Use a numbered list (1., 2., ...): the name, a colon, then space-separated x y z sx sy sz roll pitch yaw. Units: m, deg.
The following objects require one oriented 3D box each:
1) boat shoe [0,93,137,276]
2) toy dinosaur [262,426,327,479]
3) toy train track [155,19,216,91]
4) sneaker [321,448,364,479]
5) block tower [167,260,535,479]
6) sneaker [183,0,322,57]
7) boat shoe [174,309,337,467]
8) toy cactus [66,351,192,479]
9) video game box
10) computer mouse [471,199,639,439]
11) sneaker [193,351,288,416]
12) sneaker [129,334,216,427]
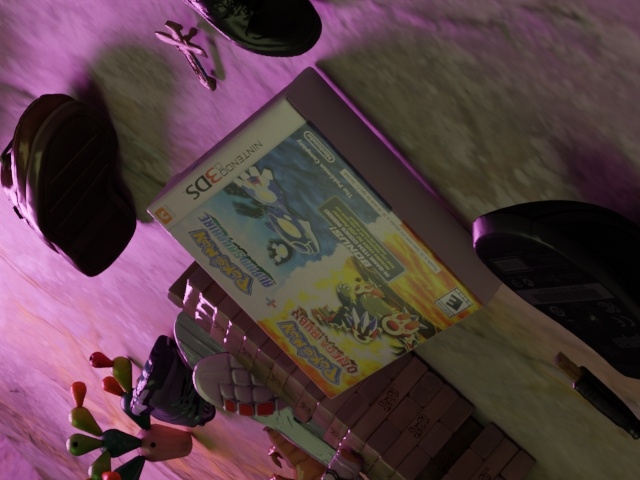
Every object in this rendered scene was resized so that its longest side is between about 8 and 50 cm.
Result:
1. boat shoe: -0.256 -0.059 1.784 0.104 0.111 0.307 37 161 15
2. toy dinosaur: -0.020 0.243 2.071 0.112 0.064 0.211 -10 136 46
3. toy train track: -0.094 -0.141 1.418 0.048 0.014 0.083 24 160 30
4. sneaker: 0.016 0.208 1.630 0.032 0.037 0.083 33 162 24
5. block tower: 0.022 0.116 1.621 0.335 0.091 0.097 41 161 7
6. sneaker: -0.079 -0.177 1.198 0.170 0.051 0.089 33 173 16
7. boat shoe: -0.036 0.132 1.794 0.226 0.076 0.083 40 130 11
8. toy cactus: -0.238 0.254 2.414 0.180 0.219 0.112 6 171 -41
9. video game box: 0.000 0.000 1.361 0.205 0.048 0.187 46 138 -8
10. computer mouse: 0.187 0.049 1.178 0.262 0.060 0.184 36 160 -16
11. sneaker: -0.045 0.121 1.712 0.065 0.158 0.061 -149 64 -64
12. sneaker: -0.159 0.169 2.184 0.098 0.083 0.224 23 166 -3
